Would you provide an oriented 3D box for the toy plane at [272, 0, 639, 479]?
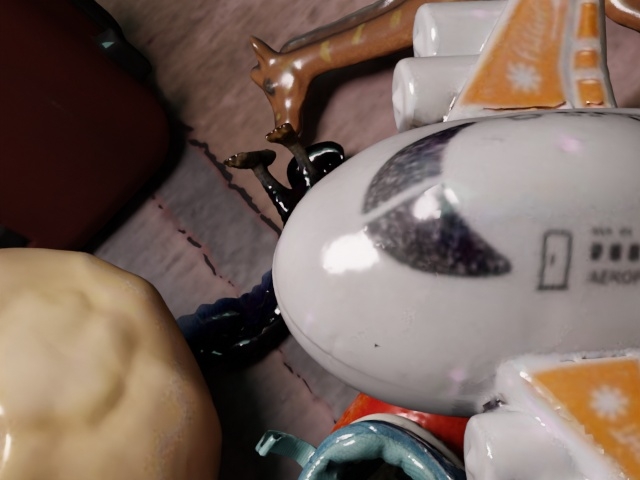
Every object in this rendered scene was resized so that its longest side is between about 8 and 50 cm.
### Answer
[{"bbox_3d":[0.106,-0.002,0.487,0.245,0.117,0.244,2,60,-4],"label":"toy plane"}]

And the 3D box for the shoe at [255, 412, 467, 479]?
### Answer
[{"bbox_3d":[0.040,0.110,0.480,0.064,0.071,0.143,-48,59,9],"label":"shoe"}]

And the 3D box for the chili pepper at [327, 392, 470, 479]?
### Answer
[{"bbox_3d":[0.058,0.049,0.571,0.071,0.063,0.272,28,82,10],"label":"chili pepper"}]

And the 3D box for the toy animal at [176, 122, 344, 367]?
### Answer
[{"bbox_3d":[0.000,0.000,0.660,0.220,0.062,0.108,-29,69,18],"label":"toy animal"}]

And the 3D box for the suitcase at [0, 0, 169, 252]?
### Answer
[{"bbox_3d":[-0.239,-0.075,0.710,0.236,0.297,0.161,-43,54,8],"label":"suitcase"}]

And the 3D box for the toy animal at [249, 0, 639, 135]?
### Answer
[{"bbox_3d":[0.086,-0.119,0.659,0.230,0.066,0.224,27,97,33],"label":"toy animal"}]

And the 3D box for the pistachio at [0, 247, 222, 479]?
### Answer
[{"bbox_3d":[-0.165,0.136,0.621,0.299,0.187,0.187,-51,46,10],"label":"pistachio"}]
